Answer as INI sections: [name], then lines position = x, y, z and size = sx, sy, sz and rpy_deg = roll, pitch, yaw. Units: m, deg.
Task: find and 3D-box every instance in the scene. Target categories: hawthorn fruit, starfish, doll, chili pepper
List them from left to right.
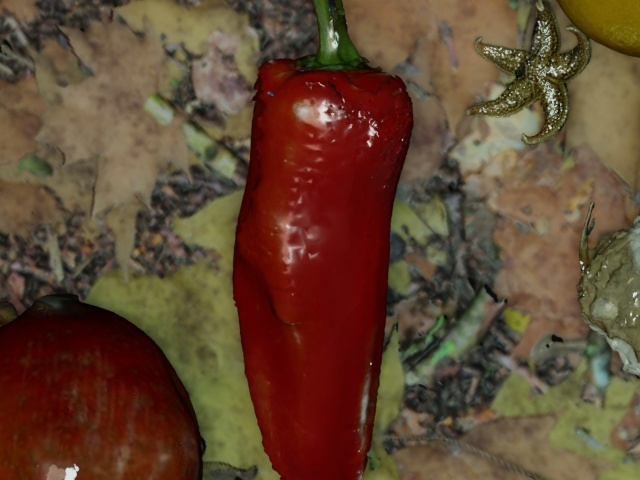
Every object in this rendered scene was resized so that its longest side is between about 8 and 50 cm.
[hawthorn fruit]
position = -0.173, 0.127, 1.174
size = 0.185, 0.185, 0.202
rpy_deg = -31, 74, 20
[chili pepper]
position = 0.000, 0.000, 1.133
size = 0.110, 0.110, 0.388
rpy_deg = 10, 107, 17
[starfish]
position = 0.130, -0.101, 1.109
size = 0.091, 0.028, 0.078
rpy_deg = -35, 81, 23
[doll]
position = 0.255, 0.009, 1.044
size = 0.221, 0.105, 0.115
rpy_deg = -16, 87, 22

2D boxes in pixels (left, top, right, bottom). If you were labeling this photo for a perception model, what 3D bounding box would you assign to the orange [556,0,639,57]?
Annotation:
[orange]
position = 0.198, -0.173, 1.016
size = 0.159, 0.159, 0.136
rpy_deg = 0, 142, 19
